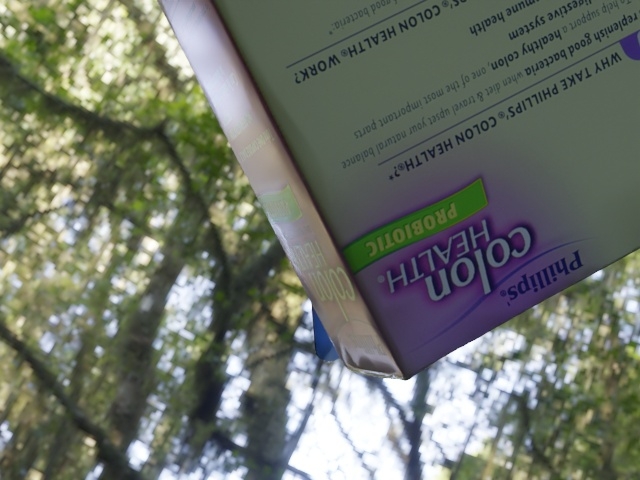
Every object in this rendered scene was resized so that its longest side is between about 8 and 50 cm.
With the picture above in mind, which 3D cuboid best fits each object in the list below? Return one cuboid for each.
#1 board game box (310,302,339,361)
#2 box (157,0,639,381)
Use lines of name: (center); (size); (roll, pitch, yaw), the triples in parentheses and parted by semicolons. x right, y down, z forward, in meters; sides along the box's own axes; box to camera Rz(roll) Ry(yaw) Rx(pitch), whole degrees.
board game box: (0.000, 0.000, 0.881); (0.033, 0.133, 0.168); (5, -60, 19)
box: (0.062, -0.090, 0.612); (0.243, 0.214, 0.117); (62, -12, -2)
